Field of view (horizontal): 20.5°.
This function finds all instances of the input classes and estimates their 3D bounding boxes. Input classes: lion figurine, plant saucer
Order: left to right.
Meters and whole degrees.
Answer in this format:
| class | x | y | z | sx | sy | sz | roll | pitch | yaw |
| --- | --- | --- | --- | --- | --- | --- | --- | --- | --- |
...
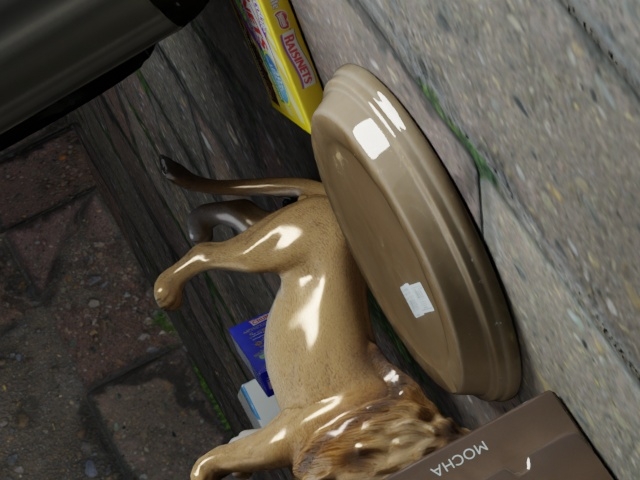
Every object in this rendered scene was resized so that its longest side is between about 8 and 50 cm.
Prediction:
| class | x | y | z | sx | sy | sz | roll | pitch | yaw |
| --- | --- | --- | --- | --- | --- | --- | --- | --- | --- |
| lion figurine | -0.001 | 0.083 | 1.498 | 0.142 | 0.240 | 0.392 | -2 | -105 | -66 |
| plant saucer | 0.063 | 0.001 | 1.310 | 0.278 | 0.041 | 0.278 | 60 | 169 | 20 |

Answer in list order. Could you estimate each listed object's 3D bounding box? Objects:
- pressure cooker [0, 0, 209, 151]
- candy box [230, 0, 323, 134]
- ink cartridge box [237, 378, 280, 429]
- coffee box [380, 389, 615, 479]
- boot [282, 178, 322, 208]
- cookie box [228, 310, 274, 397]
| class | x | y | z | sx | sy | sz | roll | pitch | yaw |
| --- | --- | --- | --- | --- | --- | --- | --- | --- | --- |
| pressure cooker | -0.347 | -0.256 | 1.491 | 0.375 | 0.420 | 0.370 | 61 | -175 | 5 |
| candy box | -0.048 | -0.189 | 1.430 | 0.105 | 0.027 | 0.206 | 38 | 153 | 61 |
| ink cartridge box | -0.047 | 0.215 | 2.293 | 0.092 | 0.090 | 0.143 | 63 | 171 | 6 |
| coffee box | 0.125 | 0.252 | 1.261 | 0.119 | 0.168 | 0.297 | 58 | 169 | 31 |
| boot | 0.000 | 0.001 | 1.622 | 0.099 | 0.045 | 0.121 | 153 | 98 | -78 |
| cookie box | -0.043 | 0.122 | 2.028 | 0.107 | 0.092 | 0.040 | -130 | 19 | -55 |
